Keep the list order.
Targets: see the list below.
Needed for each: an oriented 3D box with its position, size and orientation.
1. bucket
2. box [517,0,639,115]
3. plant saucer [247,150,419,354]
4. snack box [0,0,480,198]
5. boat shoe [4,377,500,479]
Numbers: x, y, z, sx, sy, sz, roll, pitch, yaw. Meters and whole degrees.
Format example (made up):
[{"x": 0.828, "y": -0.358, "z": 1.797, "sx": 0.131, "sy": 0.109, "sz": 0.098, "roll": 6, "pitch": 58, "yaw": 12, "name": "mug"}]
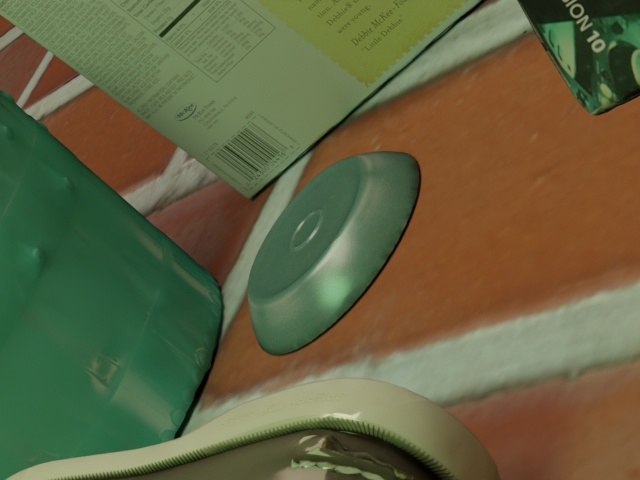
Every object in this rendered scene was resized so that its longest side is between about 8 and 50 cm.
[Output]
[{"x": -0.198, "y": 0.065, "z": 0.984, "sx": 0.281, "sy": 0.183, "sz": 0.281, "roll": -44, "pitch": 22, "yaw": 23, "name": "bucket"}, {"x": 0.224, "y": -0.154, "z": 0.465, "sx": 0.322, "sy": 0.058, "sz": 0.232, "roll": -35, "pitch": -3, "yaw": 42, "name": "box"}, {"x": 0.000, "y": 0.000, "z": 0.892, "sx": 0.119, "sy": 0.021, "sz": 0.119, "roll": -44, "pitch": 23, "yaw": 24, "name": "plant saucer"}, {"x": -0.003, "y": -0.175, "z": 0.944, "sx": 0.322, "sy": 0.187, "sz": 0.060, "roll": -39, "pitch": 25, "yaw": 33, "name": "snack box"}, {"x": -0.065, "y": 0.139, "z": 0.686, "sx": 0.305, "sy": 0.109, "sz": 0.091, "roll": -27, "pitch": 28, "yaw": 42, "name": "boat shoe"}]
